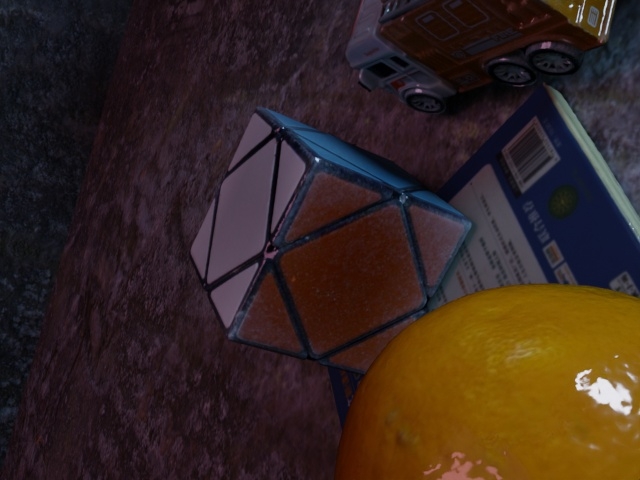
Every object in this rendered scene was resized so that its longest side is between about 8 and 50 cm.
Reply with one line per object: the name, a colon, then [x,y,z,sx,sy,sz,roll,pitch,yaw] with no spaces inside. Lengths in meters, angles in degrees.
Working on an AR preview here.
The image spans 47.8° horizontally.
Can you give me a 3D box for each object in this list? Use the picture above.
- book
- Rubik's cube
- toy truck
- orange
book: [0.145,0.083,0.761,0.428,0.039,0.300,-48,40,36]
Rubik's cube: [0.000,0.000,0.798,0.207,0.205,0.205,-65,29,14]
toy truck: [0.145,-0.241,0.751,0.305,0.162,0.136,-5,65,61]
orange: [0.154,0.178,0.474,0.312,0.312,0.312,-28,54,49]
